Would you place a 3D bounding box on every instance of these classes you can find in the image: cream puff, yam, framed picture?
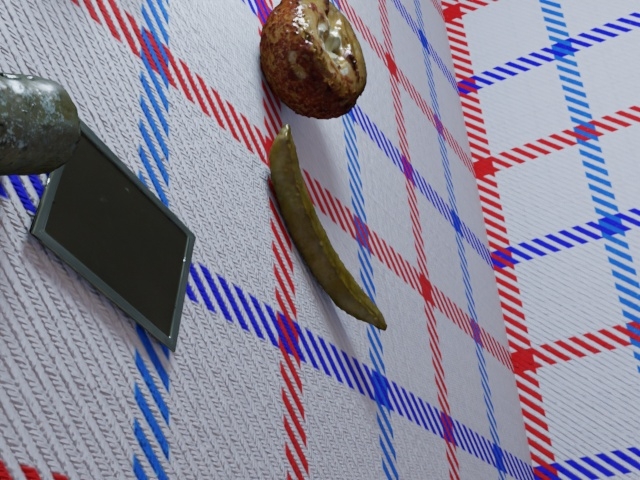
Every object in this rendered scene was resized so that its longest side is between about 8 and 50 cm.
[{"bbox_3d":[-0.018,-0.334,1.630,0.240,0.164,0.240,27,51,-39],"label":"cream puff"},{"bbox_3d":[-0.329,-0.110,0.837,0.194,0.107,0.107,-14,85,-66],"label":"yam"},{"bbox_3d":[-0.240,-0.006,1.071,0.252,0.014,0.197,50,31,-40],"label":"framed picture"}]

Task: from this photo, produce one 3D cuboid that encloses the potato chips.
[{"bbox_3d":[0.000,0.000,1.523,0.407,0.080,0.057,63,8,-15],"label":"potato chips"}]
